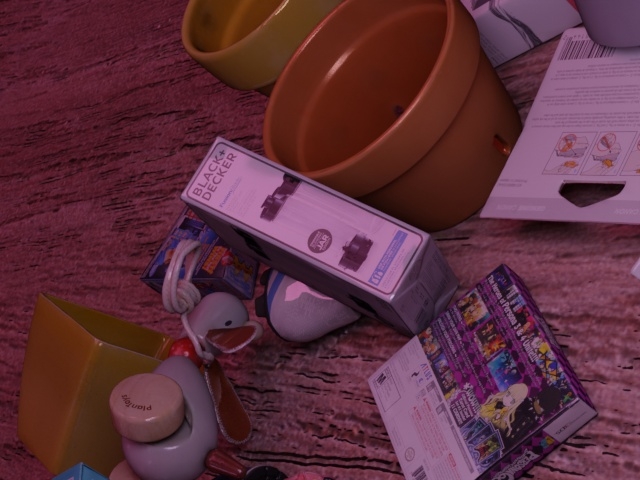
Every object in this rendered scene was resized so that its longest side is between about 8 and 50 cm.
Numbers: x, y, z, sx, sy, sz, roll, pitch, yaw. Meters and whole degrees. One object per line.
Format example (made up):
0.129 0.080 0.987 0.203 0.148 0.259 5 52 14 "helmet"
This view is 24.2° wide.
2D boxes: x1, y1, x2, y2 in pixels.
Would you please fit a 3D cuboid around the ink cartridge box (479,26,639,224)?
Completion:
0.338 -0.115 1.597 0.296 0.066 0.261 5 63 52 "ink cartridge box"

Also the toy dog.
-0.126 0.179 1.736 0.161 0.220 0.334 13 57 12 "toy dog"

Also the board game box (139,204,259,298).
-0.137 0.006 2.064 0.194 0.060 0.194 19 75 54 "board game box"

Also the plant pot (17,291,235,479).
-0.275 0.209 1.929 0.212 0.212 0.187 28 95 56 "plant pot"

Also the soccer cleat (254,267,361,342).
0.011 -0.022 1.881 0.143 0.116 0.331 -16 53 30 "soccer cleat"

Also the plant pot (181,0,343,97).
-0.018 -0.283 2.024 0.254 0.239 0.254 -32 39 30 "plant pot"

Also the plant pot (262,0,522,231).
0.104 -0.146 1.783 0.291 0.203 0.291 -31 40 30 "plant pot"

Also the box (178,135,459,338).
0.000 0.000 1.698 0.290 0.169 0.087 25 79 26 "box"

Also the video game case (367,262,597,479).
0.162 0.163 1.575 0.210 0.042 0.232 -43 35 15 "video game case"

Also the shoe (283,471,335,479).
0.010 0.291 1.619 0.178 0.063 0.081 -17 52 48 "shoe"

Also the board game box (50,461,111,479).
-0.145 0.405 1.455 0.079 0.336 0.254 -31 39 29 "board game box"

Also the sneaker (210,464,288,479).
-0.131 0.387 1.683 0.124 0.107 0.283 -13 41 50 "sneaker"

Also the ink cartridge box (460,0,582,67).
0.258 -0.326 1.865 0.218 0.092 0.159 -27 41 37 "ink cartridge box"

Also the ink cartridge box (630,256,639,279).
0.401 0.000 1.393 0.145 0.045 0.179 39 99 29 "ink cartridge box"

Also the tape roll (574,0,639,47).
0.382 -0.298 1.635 0.219 0.072 0.219 -24 23 11 "tape roll"
